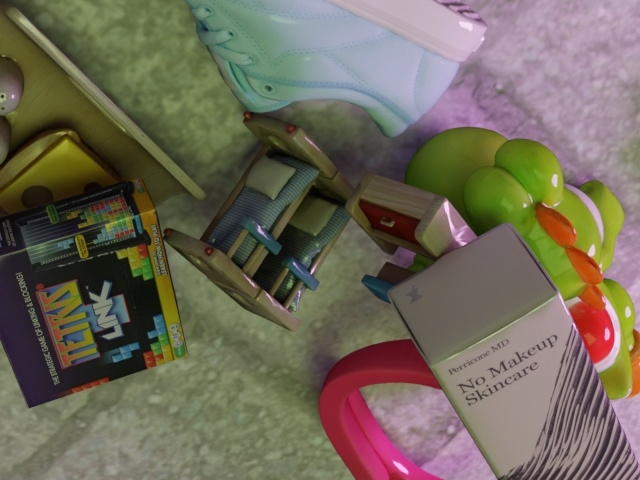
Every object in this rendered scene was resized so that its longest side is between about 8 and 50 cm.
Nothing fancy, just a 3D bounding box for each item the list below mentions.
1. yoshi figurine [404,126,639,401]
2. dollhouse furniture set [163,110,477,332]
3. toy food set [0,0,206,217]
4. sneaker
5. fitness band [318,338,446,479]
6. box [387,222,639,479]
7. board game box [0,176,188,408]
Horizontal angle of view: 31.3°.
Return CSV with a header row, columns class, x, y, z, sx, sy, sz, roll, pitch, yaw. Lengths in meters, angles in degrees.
class,x,y,z,sx,sy,sz,roll,pitch,yaw
yoshi figurine,0.179,0.022,1.037,0.203,0.203,0.362,0,143,24
dollhouse furniture set,0.000,0.000,0.894,0.129,0.184,0.129,-58,137,-12
toy food set,-0.271,-0.011,0.898,0.306,0.092,0.220,-38,124,10
sneaker,-0.050,-0.168,0.839,0.366,0.135,0.150,20,111,-26
fitness band,0.117,0.191,1.100,0.209,0.054,0.291,-2,138,27
box,0.162,0.123,0.902,0.113,0.094,0.275,-31,130,4
board game box,-0.189,0.044,0.908,0.141,0.048,0.170,-19,135,-13
